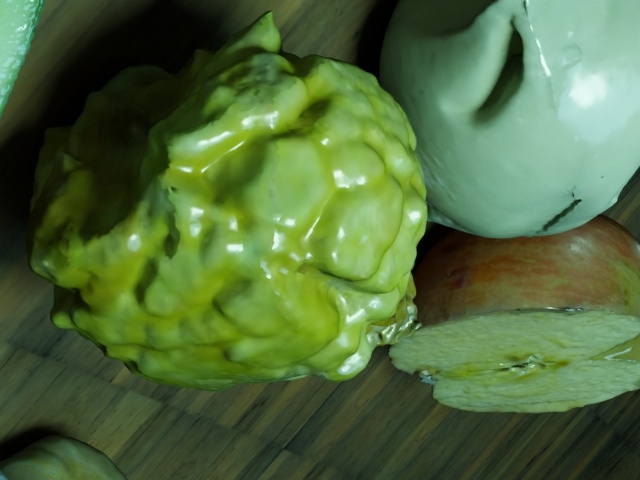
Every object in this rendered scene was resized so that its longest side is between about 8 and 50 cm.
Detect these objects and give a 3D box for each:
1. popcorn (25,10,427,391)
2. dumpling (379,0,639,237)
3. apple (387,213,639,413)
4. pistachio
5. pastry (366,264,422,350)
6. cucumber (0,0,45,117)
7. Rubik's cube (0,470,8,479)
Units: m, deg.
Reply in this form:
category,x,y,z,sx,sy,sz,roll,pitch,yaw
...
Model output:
category,x,y,z,sx,sy,sz,roll,pitch,yaw
popcorn,-0.053,-0.026,0.914,0.249,0.249,0.225,77,22,-61
dumpling,0.196,-0.137,1.151,0.315,0.233,0.395,-29,159,-20
apple,0.199,0.053,1.484,0.251,0.163,0.293,-6,153,12
pistachio,-0.203,0.221,1.154,0.124,0.124,0.185,-30,154,-35
pastry,0.000,0.000,1.153,0.154,0.102,0.250,-4,143,5
cucumber,-0.201,-0.102,0.739,0.115,0.063,0.244,10,119,-52
Rubik's cube,-0.278,0.250,0.914,0.238,0.237,0.237,-36,154,-24
